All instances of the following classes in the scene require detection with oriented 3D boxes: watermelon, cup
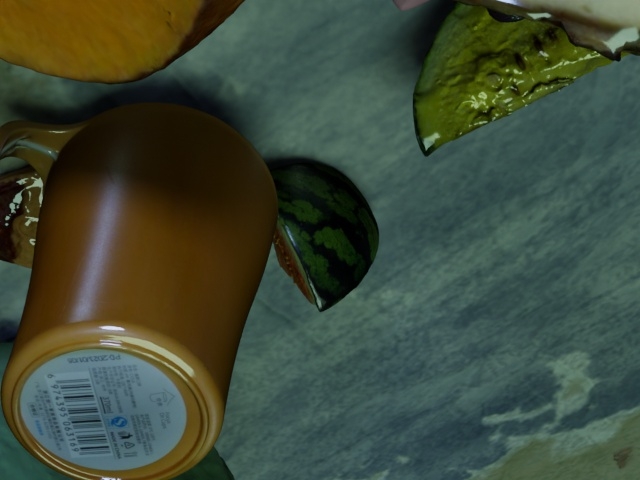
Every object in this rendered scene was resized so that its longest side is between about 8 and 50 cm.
[{"bbox_3d":[0.000,0.000,0.822,0.135,0.125,0.094,-15,158,-49],"label":"watermelon"},{"bbox_3d":[-0.141,0.020,0.652,0.226,0.264,0.182,29,118,-18],"label":"cup"},{"bbox_3d":[0.200,-0.165,0.708,0.301,0.129,0.123,-25,137,12],"label":"watermelon"}]

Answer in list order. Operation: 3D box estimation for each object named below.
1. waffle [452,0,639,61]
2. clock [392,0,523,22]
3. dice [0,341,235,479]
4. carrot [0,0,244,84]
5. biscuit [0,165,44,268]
[{"bbox_3d":[0.094,-0.260,0.485,0.376,0.114,0.261,21,124,9],"label":"waffle"},{"bbox_3d":[0.148,-0.229,0.607,0.195,0.100,0.194,13,124,11],"label":"clock"},{"bbox_3d":[-0.274,0.312,0.854,0.318,0.322,0.330,29,116,-34],"label":"dice"},{"bbox_3d":[-0.153,-0.225,0.469,0.307,0.100,0.258,45,133,-15],"label":"carrot"},{"bbox_3d":[-0.168,-0.019,0.794,0.280,0.043,0.183,-2,127,-19],"label":"biscuit"}]
